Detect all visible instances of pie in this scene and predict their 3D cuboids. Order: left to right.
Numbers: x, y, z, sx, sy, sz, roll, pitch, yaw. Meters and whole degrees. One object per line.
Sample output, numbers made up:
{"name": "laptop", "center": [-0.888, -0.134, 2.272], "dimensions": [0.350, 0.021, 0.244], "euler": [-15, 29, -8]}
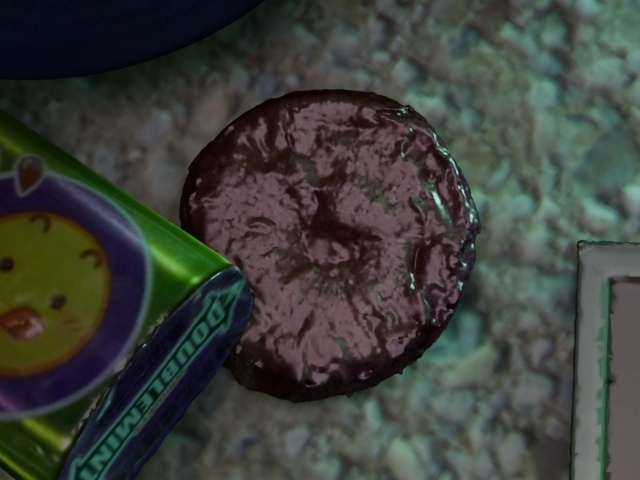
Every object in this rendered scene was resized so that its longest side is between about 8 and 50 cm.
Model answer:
{"name": "pie", "center": [0.000, 0.000, 0.825], "dimensions": [0.154, 0.036, 0.154], "euler": [-1, 79, 7]}

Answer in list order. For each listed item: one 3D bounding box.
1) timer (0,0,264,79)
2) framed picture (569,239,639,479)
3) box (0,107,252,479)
{"name": "timer", "center": [-0.147, -0.296, 0.820], "dimensions": [0.270, 0.270, 0.383], "euler": [-19, 55, 2]}
{"name": "framed picture", "center": [0.246, 0.109, 0.779], "dimensions": [0.274, 0.017, 0.217], "euler": [4, 77, 8]}
{"name": "box", "center": [-0.205, -0.022, 0.808], "dimensions": [0.345, 0.097, 0.134], "euler": [34, 80, 20]}
